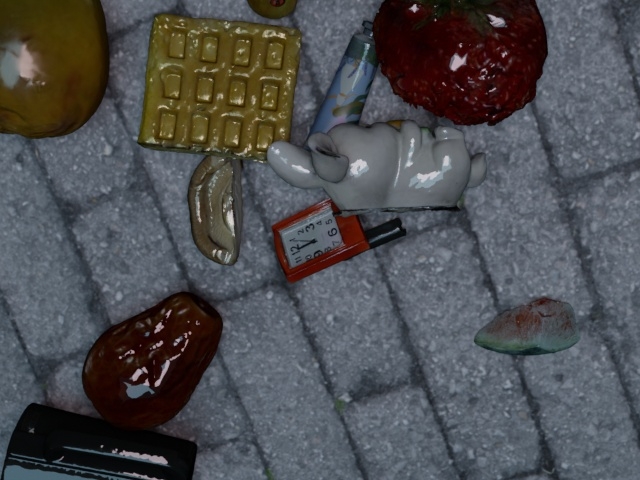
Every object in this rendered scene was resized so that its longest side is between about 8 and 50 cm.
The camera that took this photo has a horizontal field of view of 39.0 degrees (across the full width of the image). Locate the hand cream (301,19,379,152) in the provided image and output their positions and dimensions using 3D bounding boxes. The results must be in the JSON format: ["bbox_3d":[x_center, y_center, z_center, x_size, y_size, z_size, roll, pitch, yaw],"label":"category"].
[{"bbox_3d":[0.045,-0.235,1.491,0.088,0.055,0.256,20,110,-7],"label":"hand cream"}]

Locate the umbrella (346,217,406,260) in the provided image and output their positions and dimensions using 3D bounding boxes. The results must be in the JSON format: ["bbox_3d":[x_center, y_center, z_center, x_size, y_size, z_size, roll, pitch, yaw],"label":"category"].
[{"bbox_3d":[0.082,-0.002,1.549,0.133,0.031,0.036,-23,67,8],"label":"umbrella"}]

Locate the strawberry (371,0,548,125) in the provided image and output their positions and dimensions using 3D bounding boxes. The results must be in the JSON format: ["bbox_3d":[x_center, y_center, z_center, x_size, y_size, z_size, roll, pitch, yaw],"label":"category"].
[{"bbox_3d":[0.217,-0.279,1.392,0.274,0.274,0.220,1,140,3],"label":"strawberry"}]

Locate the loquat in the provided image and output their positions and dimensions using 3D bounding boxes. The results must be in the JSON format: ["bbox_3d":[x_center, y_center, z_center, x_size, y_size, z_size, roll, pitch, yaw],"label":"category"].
[{"bbox_3d":[-0.457,-0.299,1.399,0.276,0.276,0.284,17,100,-1],"label":"loquat"}]

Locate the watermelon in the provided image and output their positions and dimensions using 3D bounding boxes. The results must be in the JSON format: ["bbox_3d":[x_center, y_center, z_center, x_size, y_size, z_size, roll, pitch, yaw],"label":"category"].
[{"bbox_3d":[0.358,0.159,1.564,0.180,0.081,0.094,-19,76,2],"label":"watermelon"}]

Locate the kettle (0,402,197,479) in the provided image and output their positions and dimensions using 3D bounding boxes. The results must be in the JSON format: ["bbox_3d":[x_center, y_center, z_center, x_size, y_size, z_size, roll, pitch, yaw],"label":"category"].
[{"bbox_3d":[-0.377,0.388,1.575,0.308,0.203,0.262,11,119,-2],"label":"kettle"}]

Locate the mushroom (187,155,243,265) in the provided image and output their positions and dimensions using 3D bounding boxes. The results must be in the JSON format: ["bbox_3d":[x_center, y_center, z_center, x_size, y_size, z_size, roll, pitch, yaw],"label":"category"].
[{"bbox_3d":[-0.177,-0.061,1.527,0.094,0.072,0.210,-3,92,8],"label":"mushroom"}]

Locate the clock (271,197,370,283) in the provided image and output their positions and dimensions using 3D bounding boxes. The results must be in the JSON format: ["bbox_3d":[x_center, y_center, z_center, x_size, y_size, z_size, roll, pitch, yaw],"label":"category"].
[{"bbox_3d":[0.000,0.000,1.525,0.155,0.061,0.113,-24,56,9],"label":"clock"}]

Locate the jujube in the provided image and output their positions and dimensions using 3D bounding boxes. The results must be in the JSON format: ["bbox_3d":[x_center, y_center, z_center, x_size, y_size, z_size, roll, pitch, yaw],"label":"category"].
[{"bbox_3d":[-0.283,0.203,1.548,0.190,0.190,0.255,42,93,-7],"label":"jujube"}]

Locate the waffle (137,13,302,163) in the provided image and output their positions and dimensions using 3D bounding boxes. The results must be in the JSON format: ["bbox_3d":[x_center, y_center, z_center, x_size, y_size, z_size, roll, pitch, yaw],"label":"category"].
[{"bbox_3d":[-0.162,-0.246,1.466,0.248,0.055,0.221,7,86,1],"label":"waffle"}]

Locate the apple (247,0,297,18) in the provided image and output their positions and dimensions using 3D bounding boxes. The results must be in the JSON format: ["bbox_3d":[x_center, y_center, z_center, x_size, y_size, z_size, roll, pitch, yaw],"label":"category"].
[{"bbox_3d":[-0.079,-0.392,1.441,0.084,0.084,0.071,-3,120,4],"label":"apple"}]

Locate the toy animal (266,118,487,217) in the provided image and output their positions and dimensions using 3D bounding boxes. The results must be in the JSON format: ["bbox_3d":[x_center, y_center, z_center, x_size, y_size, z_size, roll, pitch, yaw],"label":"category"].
[{"bbox_3d":[0.094,-0.115,1.423,0.325,0.208,0.154,-3,89,-33],"label":"toy animal"}]
